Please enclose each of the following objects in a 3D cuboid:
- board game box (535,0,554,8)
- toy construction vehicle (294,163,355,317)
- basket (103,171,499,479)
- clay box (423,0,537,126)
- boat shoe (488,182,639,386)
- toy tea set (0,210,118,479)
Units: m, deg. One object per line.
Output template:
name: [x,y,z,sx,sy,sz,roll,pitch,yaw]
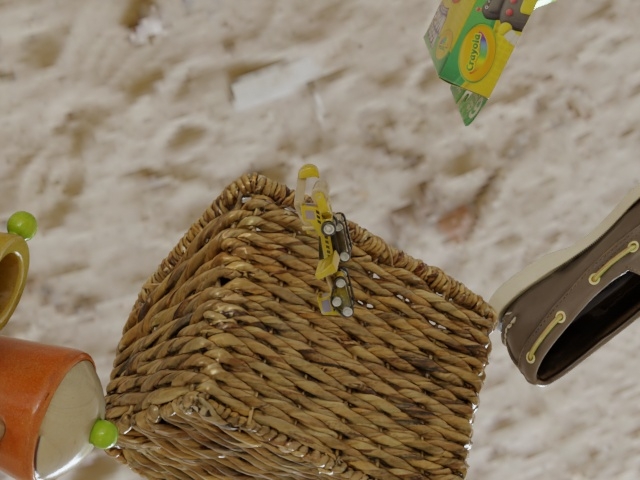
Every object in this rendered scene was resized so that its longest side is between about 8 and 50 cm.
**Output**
board game box: [0.260,-0.293,1.690,0.181,0.043,0.092,-20,154,8]
toy construction vehicle: [0.000,0.000,1.238,0.035,0.086,0.098,-11,109,8]
basket: [-0.024,0.118,1.461,0.299,0.223,0.213,27,150,-27]
clay box: [0.146,-0.214,1.401,0.053,0.127,0.222,23,109,-11]
boat shoe: [0.312,0.021,1.638,0.324,0.097,0.116,-37,144,18]
toy tea set: [-0.226,0.149,1.026,0.124,0.336,0.200,17,145,13]
